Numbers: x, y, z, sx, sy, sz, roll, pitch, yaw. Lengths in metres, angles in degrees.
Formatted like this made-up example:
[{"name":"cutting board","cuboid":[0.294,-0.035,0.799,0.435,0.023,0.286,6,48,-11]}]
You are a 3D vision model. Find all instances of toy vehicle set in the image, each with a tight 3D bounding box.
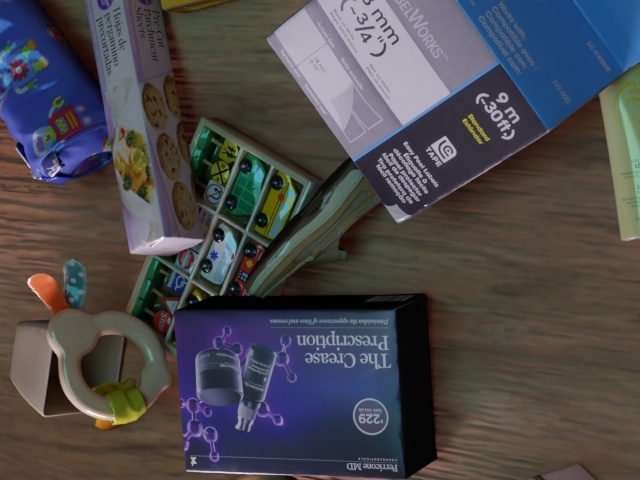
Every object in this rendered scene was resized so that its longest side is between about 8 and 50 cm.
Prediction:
[{"name":"toy vehicle set","cuboid":[-0.113,0.014,1.959,0.166,0.035,0.266,31,108,27]}]

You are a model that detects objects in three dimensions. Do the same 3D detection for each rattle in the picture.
[{"name":"rattle","cuboid":[-0.270,0.121,1.994,0.200,0.143,0.130,45,86,-4]}]

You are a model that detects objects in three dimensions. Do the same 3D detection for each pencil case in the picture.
[{"name":"pencil case","cuboid":[-0.351,-0.200,2.043,0.133,0.119,0.306,-40,71,10]}]

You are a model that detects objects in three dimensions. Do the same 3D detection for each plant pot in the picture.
[{"name":"plant pot","cuboid":[-0.310,0.142,2.054,0.096,0.109,0.109,18,102,43]}]

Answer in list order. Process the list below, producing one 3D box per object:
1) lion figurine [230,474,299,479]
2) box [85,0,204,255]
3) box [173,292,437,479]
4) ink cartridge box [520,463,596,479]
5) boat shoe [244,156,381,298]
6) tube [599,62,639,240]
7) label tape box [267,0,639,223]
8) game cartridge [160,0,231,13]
[{"name":"lion figurine","cuboid":[-0.006,0.366,1.844,0.392,0.142,0.240,45,128,14]},{"name":"box","cuboid":[-0.202,-0.143,1.959,0.063,0.067,0.324,-23,71,38]},{"name":"box","cuboid":[-0.017,0.155,1.847,0.261,0.103,0.184,-2,98,24]},{"name":"ink cartridge box","cuboid":[0.186,0.323,1.677,0.100,0.237,0.172,46,115,24]},{"name":"boat shoe","cuboid":[0.000,0.000,1.854,0.072,0.068,0.190,41,99,-11]},{"name":"tube","cuboid":[0.310,-0.120,1.679,0.062,0.070,0.240,-10,84,59]},{"name":"label tape box","cuboid":[0.137,-0.198,1.677,0.334,0.106,0.240,-33,94,43]},{"name":"game cartridge","cuboid":[-0.075,-0.439,1.908,0.285,0.053,0.323,-9,86,32]}]
